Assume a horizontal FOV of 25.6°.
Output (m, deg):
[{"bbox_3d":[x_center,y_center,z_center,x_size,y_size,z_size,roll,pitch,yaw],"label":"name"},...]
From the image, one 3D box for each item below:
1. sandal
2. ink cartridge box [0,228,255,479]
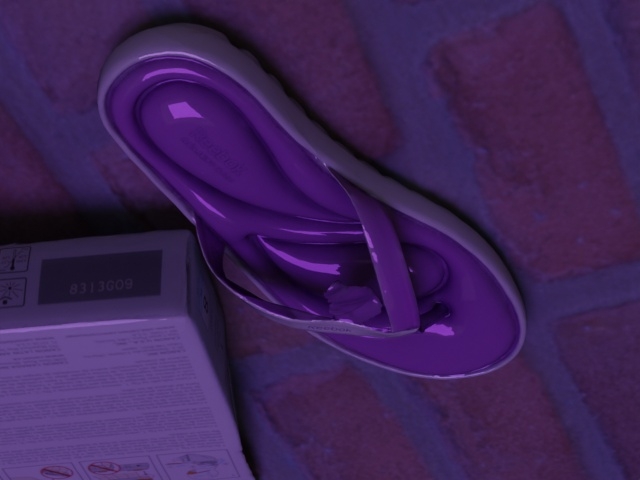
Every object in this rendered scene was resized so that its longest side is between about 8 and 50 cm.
[{"bbox_3d":[-0.010,0.008,1.068,0.416,0.102,0.169,38,127,-25],"label":"sandal"},{"bbox_3d":[-0.227,0.134,1.233,0.308,0.091,0.385,-6,149,4],"label":"ink cartridge box"}]
